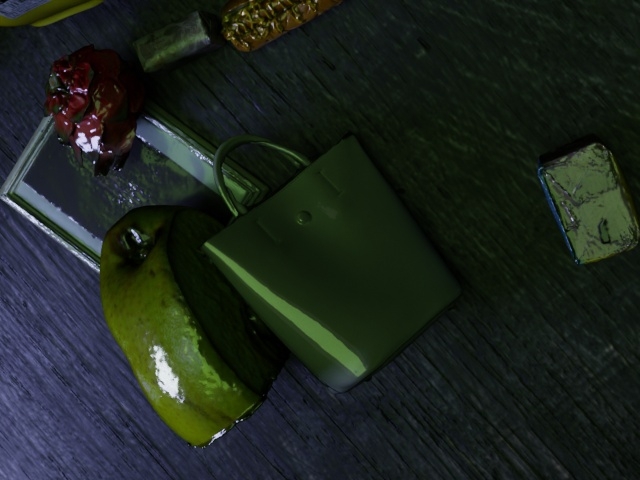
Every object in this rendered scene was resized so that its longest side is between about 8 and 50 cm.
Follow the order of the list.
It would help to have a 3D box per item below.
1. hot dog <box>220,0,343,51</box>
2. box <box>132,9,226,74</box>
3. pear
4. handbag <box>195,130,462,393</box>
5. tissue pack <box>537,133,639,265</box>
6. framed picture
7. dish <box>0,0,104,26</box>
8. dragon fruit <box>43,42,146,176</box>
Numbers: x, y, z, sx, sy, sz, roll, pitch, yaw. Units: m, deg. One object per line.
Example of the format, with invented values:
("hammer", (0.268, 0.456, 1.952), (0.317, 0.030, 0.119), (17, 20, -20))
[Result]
("hot dog", (-0.044, -0.278, 1.350), (0.165, 0.045, 0.071), (-26, 95, 15))
("box", (-0.167, -0.235, 1.379), (0.098, 0.062, 0.045), (-22, 90, 18))
("pear", (-0.162, 0.089, 1.326), (0.164, 0.238, 0.255), (-37, 100, 23))
("handbag", (0.000, 0.000, 1.320), (0.241, 0.109, 0.315), (-38, 92, -24))
("tissue pack", (0.289, -0.047, 1.249), (0.082, 0.169, 0.120), (-22, 93, 13))
("framed picture", (-0.240, -0.059, 1.448), (0.293, 0.018, 0.231), (36, 105, 5))
("dish", (-0.313, -0.327, 1.354), (0.262, 0.221, 0.108), (-23, 133, 19))
("dragon fruit", (-0.267, -0.158, 1.366), (0.121, 0.130, 0.142), (10, 142, 4))
